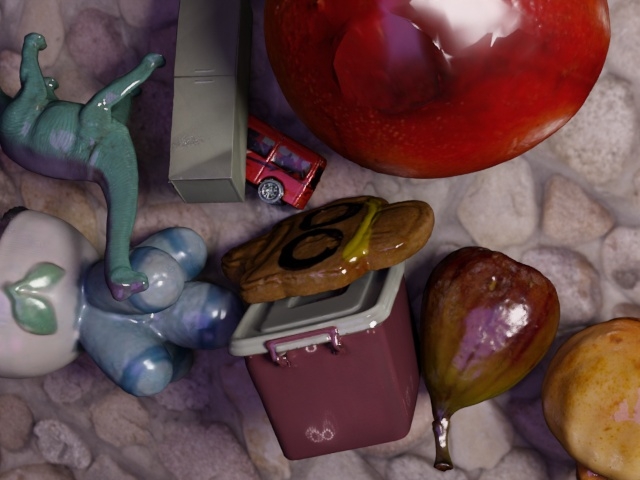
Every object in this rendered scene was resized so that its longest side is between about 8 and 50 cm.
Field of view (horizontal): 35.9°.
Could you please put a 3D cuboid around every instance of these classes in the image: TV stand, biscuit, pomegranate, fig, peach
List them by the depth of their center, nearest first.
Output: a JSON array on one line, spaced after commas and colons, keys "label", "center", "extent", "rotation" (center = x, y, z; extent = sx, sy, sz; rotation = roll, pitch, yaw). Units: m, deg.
[{"label": "peach", "center": [0.119, -0.242, 1.084], "extent": [0.388, 0.388, 0.388], "rotation": [2, 97, 13]}, {"label": "pomegranate", "center": [0.369, 0.190, 1.171], "extent": [0.207, 0.207, 0.207], "rotation": [2, 97, 13]}, {"label": "fig", "center": [0.185, 0.148, 1.211], "extent": [0.170, 0.145, 0.274], "rotation": [20, 78, 8]}, {"label": "biscuit", "center": [0.000, 0.000, 1.225], "extent": [0.290, 0.208, 0.041], "rotation": [-11, 115, 23]}, {"label": "TV stand", "center": [-0.134, -0.185, 1.231], "extent": [0.083, 0.088, 0.269], "rotation": [-1, 71, 5]}]

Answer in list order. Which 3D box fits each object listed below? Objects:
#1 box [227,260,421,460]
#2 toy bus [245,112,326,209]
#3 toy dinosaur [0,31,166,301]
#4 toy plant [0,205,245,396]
[{"label": "box", "center": [0.025, 0.128, 1.197], "extent": [0.193, 0.294, 0.167], "rotation": [-15, 104, 14]}, {"label": "toy bus", "center": [-0.093, -0.116, 1.295], "extent": [0.195, 0.081, 0.089], "rotation": [31, 93, 8]}, {"label": "toy dinosaur", "center": [-0.351, -0.093, 1.252], "extent": [0.384, 0.129, 0.330], "rotation": [6, 64, 18]}, {"label": "toy plant", "center": [-0.262, 0.088, 1.299], "extent": [0.332, 0.247, 0.247], "rotation": [8, 98, 5]}]
